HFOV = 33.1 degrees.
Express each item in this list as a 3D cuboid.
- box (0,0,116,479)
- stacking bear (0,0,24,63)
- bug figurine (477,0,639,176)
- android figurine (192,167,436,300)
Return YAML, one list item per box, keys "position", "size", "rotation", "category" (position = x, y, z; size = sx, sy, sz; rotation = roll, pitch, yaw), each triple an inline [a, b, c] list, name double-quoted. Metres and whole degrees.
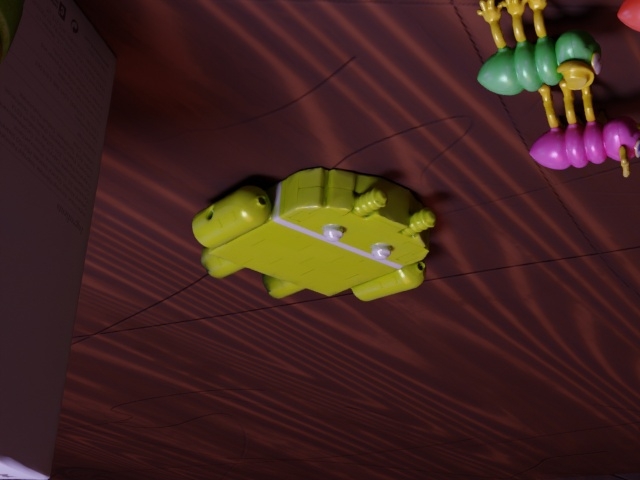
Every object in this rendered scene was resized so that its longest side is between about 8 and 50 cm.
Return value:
- position: [-0.294, -0.019, 0.755]
  size: [0.214, 0.346, 0.168]
  rotation: [-3, 155, 15]
  category: "box"
- position: [-0.255, -0.117, 0.597]
  size: [0.164, 0.289, 0.175]
  rotation: [3, 156, 3]
  category: "stacking bear"
- position: [0.240, -0.115, 0.793]
  size: [0.216, 0.072, 0.279]
  rotation: [-9, 153, 27]
  category: "bug figurine"
- position: [0.000, 0.000, 1.109]
  size: [0.248, 0.056, 0.272]
  rotation: [22, 152, -34]
  category: "android figurine"
